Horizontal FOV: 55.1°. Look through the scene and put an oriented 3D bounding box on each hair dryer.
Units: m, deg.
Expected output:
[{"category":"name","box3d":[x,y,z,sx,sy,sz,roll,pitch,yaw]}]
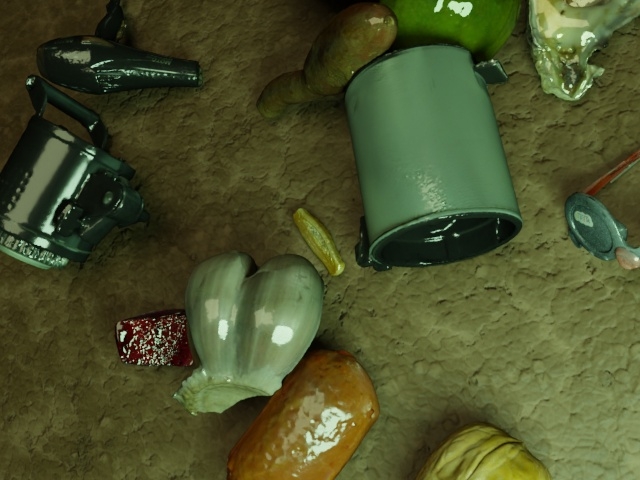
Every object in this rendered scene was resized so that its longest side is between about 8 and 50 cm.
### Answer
[{"category":"hair dryer","box3d":[-0.392,-0.431,1.257,0.304,0.120,0.359,-1,53,-6]}]

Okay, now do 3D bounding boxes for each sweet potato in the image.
[{"category":"sweet potato","box3d":[0.012,-0.280,0.989,0.385,0.109,0.109,-15,62,61]}]

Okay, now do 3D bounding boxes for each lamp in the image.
[{"category":"lamp","box3d":[-0.494,-0.089,1.138,0.272,0.205,0.374,-47,56,5]}]

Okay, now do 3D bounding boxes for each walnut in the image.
[{"category":"walnut","box3d":[0.201,0.339,0.789,0.165,0.165,0.197,28,85,24]}]

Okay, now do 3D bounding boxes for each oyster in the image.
[{"category":"oyster","box3d":[0.410,-0.388,0.957,0.271,0.100,0.275,-35,78,12]}]

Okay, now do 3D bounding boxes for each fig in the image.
[{"category":"fig","box3d":[0.176,-0.355,0.989,0.314,0.233,0.233,-45,55,50]}]

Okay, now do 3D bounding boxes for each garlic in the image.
[{"category":"garlic","box3d":[-0.106,0.120,0.929,0.210,0.237,0.291,12,60,3]}]

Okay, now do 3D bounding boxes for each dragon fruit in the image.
[{"category":"dragon fruit","box3d":[-0.273,0.167,1.053,0.147,0.096,0.102,2,84,-12]}]

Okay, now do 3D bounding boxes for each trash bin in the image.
[{"category":"trash bin","box3d":[0.159,-0.116,0.904,0.277,0.217,0.262,-20,67,29]}]

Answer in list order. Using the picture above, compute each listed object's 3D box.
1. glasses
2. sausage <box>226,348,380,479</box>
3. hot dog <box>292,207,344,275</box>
[{"category":"glasses","box3d":[0.499,-0.051,0.829,0.268,0.118,0.234,-35,40,-14]},{"category":"sausage","box3d":[-0.023,0.282,0.886,0.141,0.153,0.268,36,88,15]},{"category":"hot dog","box3d":[0.000,0.000,1.031,0.044,0.028,0.137,-52,59,28]}]
